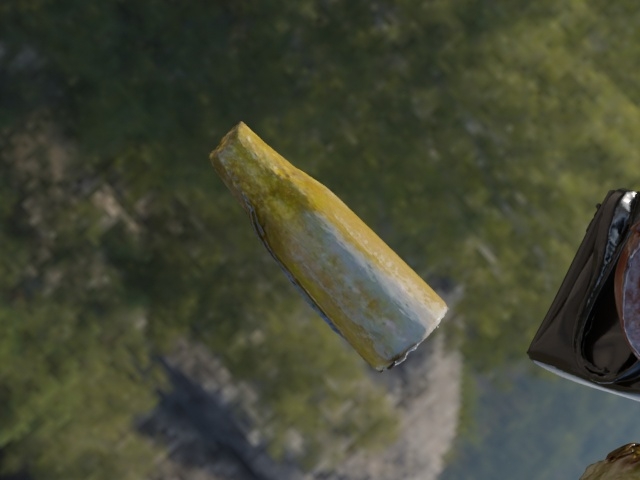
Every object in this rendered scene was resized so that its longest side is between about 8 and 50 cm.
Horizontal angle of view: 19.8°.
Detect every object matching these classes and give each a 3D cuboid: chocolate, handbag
[{"bbox_3d":[0.000,0.000,1.408,0.085,0.219,0.085,-41,-174,5],"label":"chocolate"},{"bbox_3d":[0.399,0.066,2.137,0.113,0.285,0.257,33,76,-41],"label":"handbag"}]

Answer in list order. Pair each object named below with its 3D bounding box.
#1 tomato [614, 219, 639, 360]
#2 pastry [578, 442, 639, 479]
[{"bbox_3d":[0.380,0.055,1.870,0.199,0.228,0.112,-24,-169,-12],"label":"tomato"},{"bbox_3d":[0.335,0.312,1.674,0.237,0.256,0.170,-53,-173,-24],"label":"pastry"}]
